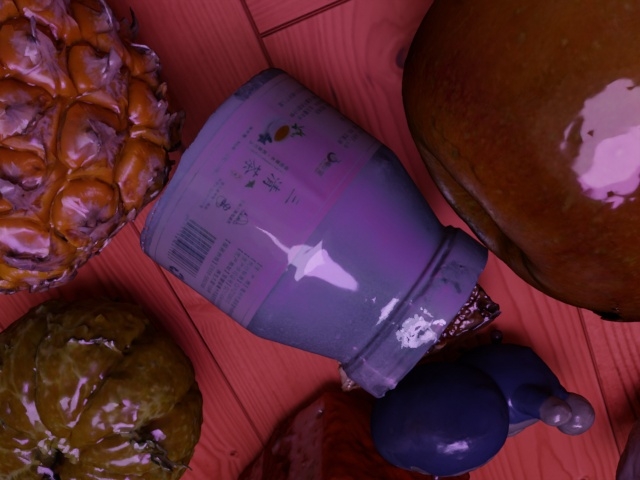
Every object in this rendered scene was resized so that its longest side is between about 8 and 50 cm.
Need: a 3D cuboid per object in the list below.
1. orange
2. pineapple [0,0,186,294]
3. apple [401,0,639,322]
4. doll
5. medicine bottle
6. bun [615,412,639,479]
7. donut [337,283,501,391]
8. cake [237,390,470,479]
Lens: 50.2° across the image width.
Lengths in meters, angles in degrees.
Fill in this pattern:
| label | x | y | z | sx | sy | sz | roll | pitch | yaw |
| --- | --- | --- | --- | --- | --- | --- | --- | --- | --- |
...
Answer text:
| label | x | y | z | sx | sy | sz | roll | pitch | yaw |
| --- | --- | --- | --- | --- | --- | --- | --- | --- | --- |
| orange | -0.293 | 0.218 | 0.881 | 0.300 | 0.223 | 0.301 | 41 | 111 | -1 |
| pineapple | -0.311 | -0.120 | 0.659 | 0.352 | 0.352 | 0.300 | -38 | 120 | 18 |
| apple | 0.272 | -0.128 | 0.633 | 0.374 | 0.374 | 0.384 | -31 | 130 | 16 |
| doll | 0.189 | 0.218 | 0.866 | 0.259 | 0.228 | 0.153 | -20 | 94 | -34 |
| medicine bottle | 0.000 | 0.000 | 0.714 | 0.290 | 0.245 | 0.245 | 36 | 113 | 0 |
| bun | 0.552 | 0.297 | 0.918 | 0.282 | 0.204 | 0.281 | 8 | 125 | 11 |
| donut | 0.118 | 0.109 | 0.868 | 0.217 | 0.141 | 0.085 | -31 | 74 | 13 |
| cake | 0.031 | 0.404 | 0.942 | 0.270 | 0.269 | 0.319 | 30 | 114 | -15 |
